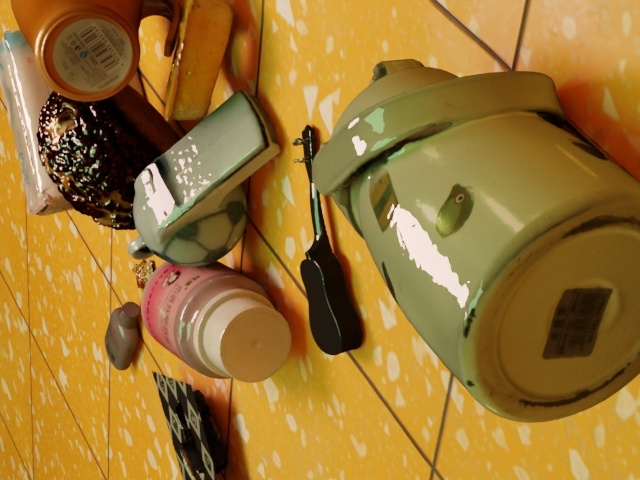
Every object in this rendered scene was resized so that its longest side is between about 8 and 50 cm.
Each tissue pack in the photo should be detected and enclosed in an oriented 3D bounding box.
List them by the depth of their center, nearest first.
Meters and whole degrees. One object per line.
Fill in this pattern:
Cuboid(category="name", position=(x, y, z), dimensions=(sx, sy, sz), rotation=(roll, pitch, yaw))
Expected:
Cuboid(category="tissue pack", position=(-0.367, -0.188, 2.219), dimensions=(0.124, 0.202, 0.271), rotation=(145, 112, -67))

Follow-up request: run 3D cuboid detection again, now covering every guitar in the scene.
Cuboid(category="guitar", position=(-0.002, 0.000, 1.711), dimensions=(0.084, 0.038, 0.271), rotation=(-1, 101, 64))

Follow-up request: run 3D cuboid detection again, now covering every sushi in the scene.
Cuboid(category="sushi", position=(-0.178, 0.305, 2.234), dimensions=(0.231, 0.047, 0.219), rotation=(1, 107, 69))

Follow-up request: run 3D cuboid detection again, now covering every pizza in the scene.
Cuboid(category="pizza", position=(-0.286, 0.057, 2.367), dimensions=(0.078, 0.025, 0.083), rotation=(102, 147, -47))

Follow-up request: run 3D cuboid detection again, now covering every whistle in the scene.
Cuboid(category="whistle", position=(-0.144, -0.060, 1.901), dimensions=(0.290, 0.163, 0.163), rotation=(-37, 62, 22))

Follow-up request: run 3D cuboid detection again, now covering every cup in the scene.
Cuboid(category="cup", position=(-0.292, -0.288, 1.933), dimensions=(0.264, 0.226, 0.182), rotation=(-113, 29, -59))

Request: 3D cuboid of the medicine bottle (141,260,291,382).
Cuboid(category="medicine bottle", position=(-0.135, 0.106, 1.925), dimensions=(0.247, 0.147, 0.147), rotation=(23, 122, 61))

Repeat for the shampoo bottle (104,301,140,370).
Cuboid(category="shampoo bottle", position=(-0.337, 0.156, 2.508), dimensions=(0.080, 0.040, 0.165), rotation=(67, 153, 25))

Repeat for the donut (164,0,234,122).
Cuboid(category="donut", position=(-0.151, -0.230, 1.837), dimensions=(0.178, 0.066, 0.162), rotation=(118, 162, -60))

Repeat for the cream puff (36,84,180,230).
Cuboid(category="cream puff", position=(-0.292, -0.120, 2.045), dimensions=(0.239, 0.165, 0.239), rotation=(47, -168, -13))

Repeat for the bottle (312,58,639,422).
Cuboid(category="bottle", position=(0.129, -0.035, 1.222), dimensions=(0.351, 0.229, 0.229), rotation=(-129, 35, -50))
